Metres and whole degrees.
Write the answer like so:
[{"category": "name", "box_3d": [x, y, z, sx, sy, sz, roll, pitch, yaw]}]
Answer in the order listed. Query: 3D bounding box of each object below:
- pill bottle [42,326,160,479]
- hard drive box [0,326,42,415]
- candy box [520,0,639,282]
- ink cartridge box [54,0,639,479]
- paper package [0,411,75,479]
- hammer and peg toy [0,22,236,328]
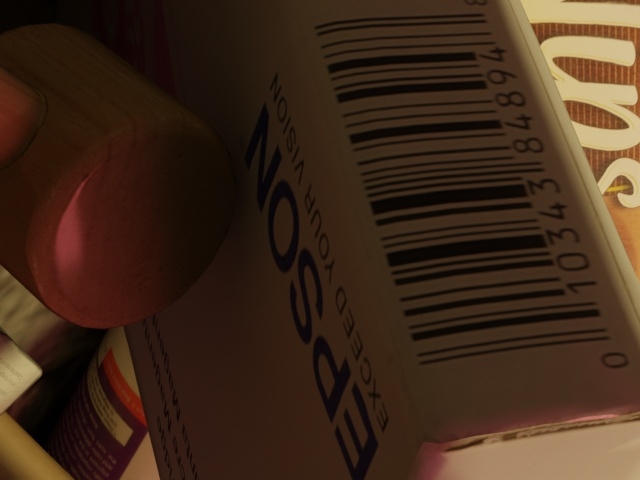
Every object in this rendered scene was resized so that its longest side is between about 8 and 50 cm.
[{"category": "pill bottle", "box_3d": [-0.091, 0.122, 0.978, 0.108, 0.108, 0.193, -20, 148, -52]}, {"category": "hard drive box", "box_3d": [-0.225, 0.074, 0.626, 0.232, 0.089, 0.181, -44, 161, -8]}, {"category": "candy box", "box_3d": [0.098, -0.056, 0.825, 0.183, 0.087, 0.316, -1, 134, -7]}, {"category": "ink cartridge box", "box_3d": [-0.022, 0.005, 0.585, 0.071, 0.324, 0.330, -5, 144, -18]}, {"category": "paper package", "box_3d": [-0.163, 0.254, 0.764, 0.309, 0.325, 0.168, -44, 161, -11]}, {"category": "hammer and peg toy", "box_3d": [-0.213, 0.035, 0.414, 0.361, 0.127, 0.266, -44, 135, -8]}]
